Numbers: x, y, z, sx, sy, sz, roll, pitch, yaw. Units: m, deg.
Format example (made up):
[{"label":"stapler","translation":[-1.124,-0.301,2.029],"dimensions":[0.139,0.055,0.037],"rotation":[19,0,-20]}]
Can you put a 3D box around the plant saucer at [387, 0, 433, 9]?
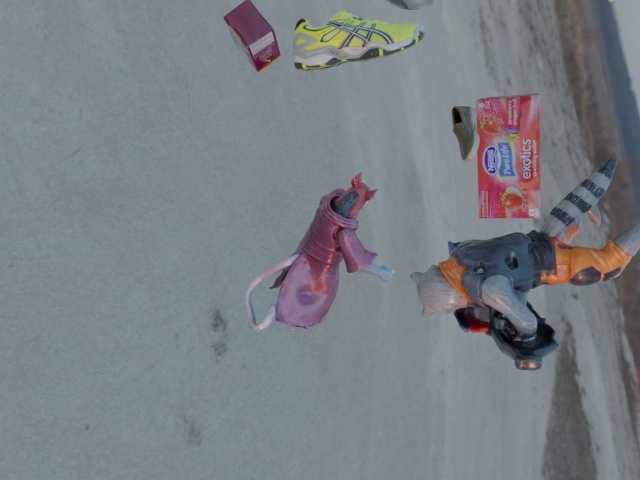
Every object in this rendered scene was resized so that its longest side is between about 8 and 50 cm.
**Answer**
[{"label":"plant saucer","translation":[0.161,-0.566,1.245],"dimensions":[0.195,0.195,0.037],"rotation":[9,115,-58]}]

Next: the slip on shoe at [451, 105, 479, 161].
[{"label":"slip on shoe","translation":[0.267,-0.203,1.036],"dimensions":[0.041,0.051,0.135],"rotation":[16,57,-10]}]

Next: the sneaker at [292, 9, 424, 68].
[{"label":"sneaker","translation":[0.106,-0.587,1.582],"dimensions":[0.145,0.385,0.147],"rotation":[-98,179,-77]}]

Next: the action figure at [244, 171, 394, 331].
[{"label":"action figure","translation":[0.000,0.000,1.179],"dimensions":[0.276,0.370,0.248],"rotation":[2,42,-28]}]

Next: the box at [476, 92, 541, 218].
[{"label":"box","translation":[0.404,-0.180,1.189],"dimensions":[0.123,0.128,0.256],"rotation":[-38,125,-65]}]

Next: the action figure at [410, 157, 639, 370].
[{"label":"action figure","translation":[0.286,0.012,0.832],"dimensions":[0.341,0.330,0.178],"rotation":[-118,-176,-64]}]

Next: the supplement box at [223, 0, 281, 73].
[{"label":"supplement box","translation":[-0.089,-0.269,0.737],"dimensions":[0.055,0.043,0.083],"rotation":[53,-2,8]}]
